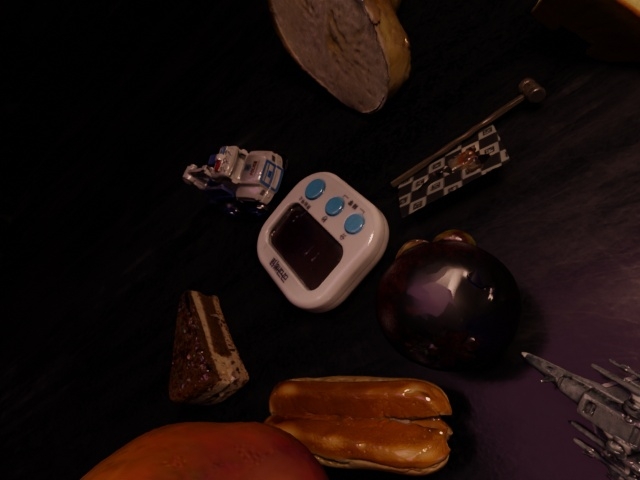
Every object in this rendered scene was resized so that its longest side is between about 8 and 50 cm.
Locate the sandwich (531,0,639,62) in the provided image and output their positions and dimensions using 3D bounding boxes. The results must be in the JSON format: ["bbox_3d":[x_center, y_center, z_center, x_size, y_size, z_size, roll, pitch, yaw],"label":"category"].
[{"bbox_3d":[0.454,-0.335,0.621,0.236,0.128,0.122,36,96,-1],"label":"sandwich"}]

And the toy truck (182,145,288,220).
[{"bbox_3d":[-0.194,-0.150,1.006,0.213,0.177,0.160,1,70,39],"label":"toy truck"}]

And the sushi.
[{"bbox_3d":[0.225,-0.110,0.750,0.201,0.031,0.139,-29,30,27],"label":"sushi"}]

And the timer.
[{"bbox_3d":[0.000,0.000,0.844,0.237,0.087,0.262,-50,48,8],"label":"timer"}]

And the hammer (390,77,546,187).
[{"bbox_3d":[0.247,-0.180,0.762,0.292,0.029,0.058,-33,26,24],"label":"hammer"}]

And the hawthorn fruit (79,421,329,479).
[{"bbox_3d":[-0.174,0.460,0.534,0.473,0.472,0.470,-17,60,32],"label":"hawthorn fruit"}]

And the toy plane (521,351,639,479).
[{"bbox_3d":[0.332,0.198,0.498,0.234,0.083,0.159,26,114,42],"label":"toy plane"}]

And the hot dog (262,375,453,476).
[{"bbox_3d":[0.040,0.283,0.675,0.338,0.100,0.135,-13,54,33],"label":"hot dog"}]

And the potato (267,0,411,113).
[{"bbox_3d":[0.094,-0.511,0.919,0.296,0.289,0.397,-40,65,-19],"label":"potato"}]

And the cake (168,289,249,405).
[{"bbox_3d":[-0.266,0.237,0.929,0.135,0.112,0.246,-47,49,15],"label":"cake"}]

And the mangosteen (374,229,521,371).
[{"bbox_3d":[0.178,0.073,0.620,0.194,0.194,0.230,-24,30,28],"label":"mangosteen"}]
